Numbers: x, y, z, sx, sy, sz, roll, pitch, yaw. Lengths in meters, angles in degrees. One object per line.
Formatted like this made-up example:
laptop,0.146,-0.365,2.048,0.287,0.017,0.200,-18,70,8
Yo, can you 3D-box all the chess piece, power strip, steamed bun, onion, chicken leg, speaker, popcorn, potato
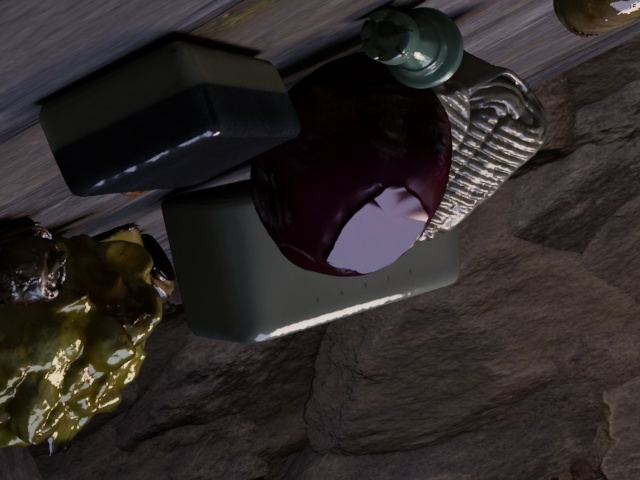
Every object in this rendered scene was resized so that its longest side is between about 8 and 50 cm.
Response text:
chess piece,0.069,-0.157,1.149,0.067,0.067,0.103,-25,171,22
power strip,-0.091,-0.080,0.965,0.105,0.070,0.257,-23,178,12
steamed bun,0.090,-0.111,1.426,0.211,0.144,0.218,20,116,-46
onion,0.009,-0.069,1.223,0.218,0.140,0.195,25,114,-41
chicken leg,-0.310,0.027,1.375,0.125,0.080,0.196,-14,-178,-23
speaker,0.000,0.000,1.893,0.406,0.184,0.183,-14,-170,-37
popcorn,-0.305,0.104,1.601,0.286,0.215,0.252,-27,149,-54
potato,0.273,-0.238,1.338,0.107,0.080,0.170,-33,-178,1

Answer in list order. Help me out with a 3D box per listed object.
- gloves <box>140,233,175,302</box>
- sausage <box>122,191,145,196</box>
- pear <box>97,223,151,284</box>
gloves,-0.374,0.114,2.176,0.331,0.154,0.141,-32,177,2
sausage,-0.149,-0.066,1.289,0.034,0.034,0.129,-24,179,-42
pear,-0.334,0.106,1.974,0.267,0.178,0.267,-26,175,-3
